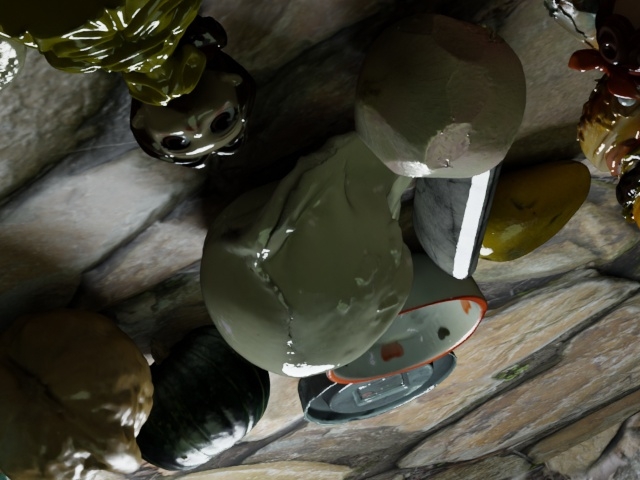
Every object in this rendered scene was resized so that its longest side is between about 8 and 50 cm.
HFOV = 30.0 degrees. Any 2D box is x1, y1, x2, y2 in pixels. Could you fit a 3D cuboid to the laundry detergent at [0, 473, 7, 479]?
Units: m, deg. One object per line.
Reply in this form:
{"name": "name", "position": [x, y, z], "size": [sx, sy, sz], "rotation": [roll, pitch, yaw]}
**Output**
{"name": "laundry detergent", "position": [-0.567, 0.317, 1.412], "size": [0.305, 0.287, 0.287], "rotation": [-23, 155, 3]}

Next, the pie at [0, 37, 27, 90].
{"name": "pie", "position": [-0.348, -0.145, 0.955], "size": [0.218, 0.052, 0.185], "rotation": [-9, 157, -21]}

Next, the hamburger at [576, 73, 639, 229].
{"name": "hamburger", "position": [0.435, -0.134, 1.371], "size": [0.291, 0.225, 0.291], "rotation": [-29, 163, -10]}

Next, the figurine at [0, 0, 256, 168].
{"name": "figurine", "position": [-0.134, -0.153, 0.963], "size": [0.187, 0.168, 0.315], "rotation": [-48, 154, -8]}

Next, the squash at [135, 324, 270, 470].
{"name": "squash", "position": [-0.174, 0.214, 1.636], "size": [0.218, 0.218, 0.172], "rotation": [-27, 116, 10]}

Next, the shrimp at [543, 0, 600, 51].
{"name": "shrimp", "position": [0.303, -0.266, 1.240], "size": [0.143, 0.052, 0.251], "rotation": [-48, 153, 25]}

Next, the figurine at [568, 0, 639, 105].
{"name": "figurine", "position": [0.343, -0.222, 1.133], "size": [0.226, 0.183, 0.160], "rotation": [-37, 153, 0]}

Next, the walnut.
{"name": "walnut", "position": [-0.312, 0.199, 1.466], "size": [0.224, 0.257, 0.257], "rotation": [-53, 156, -9]}

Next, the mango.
{"name": "mango", "position": [0.275, -0.043, 1.591], "size": [0.195, 0.098, 0.137], "rotation": [-29, 150, 4]}

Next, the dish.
{"name": "dish", "position": [0.104, 0.097, 1.703], "size": [0.256, 0.117, 0.256], "rotation": [-17, 155, -8]}

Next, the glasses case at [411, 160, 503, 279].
{"name": "glasses case", "position": [0.165, -0.065, 1.427], "size": [0.060, 0.114, 0.299], "rotation": [-30, 154, -16]}

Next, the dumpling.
{"name": "dumpling", "position": [0.000, 0.000, 1.399], "size": [0.315, 0.233, 0.395], "rotation": [-50, 155, -17]}

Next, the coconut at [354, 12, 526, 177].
{"name": "coconut", "position": [0.111, -0.146, 1.190], "size": [0.182, 0.171, 0.171], "rotation": [5, 144, -47]}

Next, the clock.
{"name": "clock", "position": [0.094, 0.232, 2.035], "size": [0.280, 0.055, 0.281], "rotation": [-17, 154, -9]}
